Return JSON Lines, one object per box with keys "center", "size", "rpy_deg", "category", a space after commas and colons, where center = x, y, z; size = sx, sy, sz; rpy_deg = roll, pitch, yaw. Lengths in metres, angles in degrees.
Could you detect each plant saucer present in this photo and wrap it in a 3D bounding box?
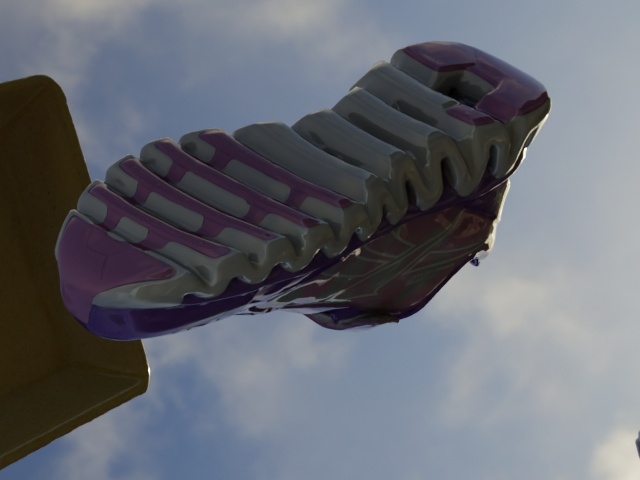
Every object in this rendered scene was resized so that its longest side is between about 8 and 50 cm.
{"center": [-0.325, 0.036, 1.399], "size": [0.333, 0.081, 0.332], "rpy_deg": [-26, -79, -57], "category": "plant saucer"}

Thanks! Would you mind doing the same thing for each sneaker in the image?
{"center": [0.000, 0.000, 0.637], "size": [0.236, 0.095, 0.104], "rpy_deg": [-24, -46, -34], "category": "sneaker"}

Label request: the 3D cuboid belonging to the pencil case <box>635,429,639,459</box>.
{"center": [0.320, 0.276, 0.972], "size": [0.167, 0.160, 0.386], "rpy_deg": [-2, -103, -65], "category": "pencil case"}
